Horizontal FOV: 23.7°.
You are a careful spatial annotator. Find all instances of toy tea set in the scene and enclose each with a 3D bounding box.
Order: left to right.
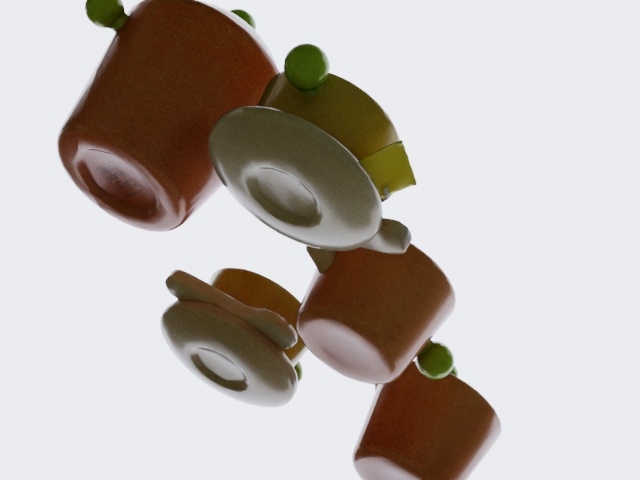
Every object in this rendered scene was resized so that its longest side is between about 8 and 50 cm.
[{"bbox_3d":[0.000,0.000,0.800,0.200,0.336,0.124,14,-125,30],"label":"toy tea set"}]
